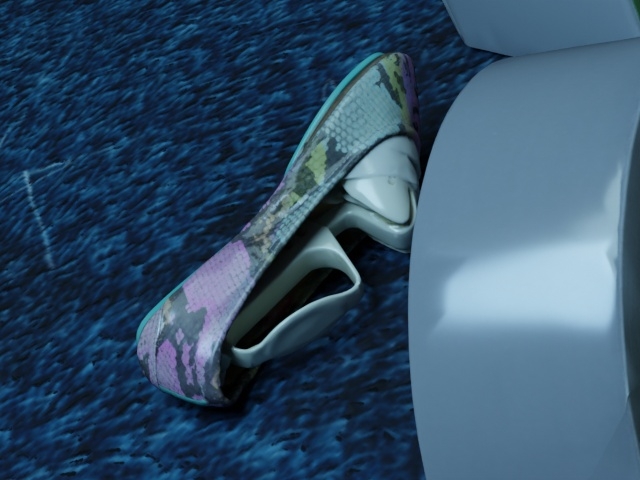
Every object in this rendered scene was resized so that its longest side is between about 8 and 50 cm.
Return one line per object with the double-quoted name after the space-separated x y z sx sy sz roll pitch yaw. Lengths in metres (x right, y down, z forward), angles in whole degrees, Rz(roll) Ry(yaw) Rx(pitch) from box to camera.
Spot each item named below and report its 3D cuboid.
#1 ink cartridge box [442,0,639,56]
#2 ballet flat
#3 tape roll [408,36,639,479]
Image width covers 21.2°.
0.186 -0.198 0.953 0.219 0.093 0.160 -44 37 -19 "ink cartridge box"
0.000 0.000 0.871 0.079 0.077 0.221 29 69 32 "ballet flat"
0.112 0.040 0.592 0.072 0.219 0.219 -8 40 31 "tape roll"
